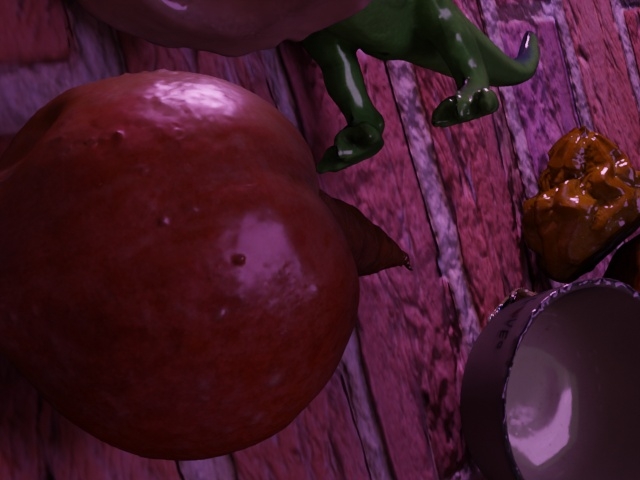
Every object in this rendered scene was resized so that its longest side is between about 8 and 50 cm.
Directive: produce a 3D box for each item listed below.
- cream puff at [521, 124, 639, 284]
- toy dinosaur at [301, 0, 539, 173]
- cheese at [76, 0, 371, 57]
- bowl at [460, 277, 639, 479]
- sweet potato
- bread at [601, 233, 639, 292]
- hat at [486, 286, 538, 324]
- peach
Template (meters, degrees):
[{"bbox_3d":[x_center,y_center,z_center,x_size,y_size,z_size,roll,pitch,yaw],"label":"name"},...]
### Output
[{"bbox_3d":[0.254,-0.036,1.905,0.116,0.146,0.146,51,22,10],"label":"cream puff"},{"bbox_3d":[0.021,-0.249,1.545,0.374,0.144,0.500,61,23,-5],"label":"toy dinosaur"},{"bbox_3d":[-0.055,-0.258,1.133,0.332,0.292,0.153,52,33,-53],"label":"cheese"},{"bbox_3d":[0.200,0.136,1.650,0.211,0.112,0.211,1,88,-35],"label":"bowl"},{"bbox_3d":[0.000,0.000,1.395,0.314,0.066,0.072,27,61,-63],"label":"sweet potato"},{"bbox_3d":[0.332,0.104,1.882,0.230,0.123,0.230,-164,-90,-84],"label":"bread"},{"bbox_3d":[0.186,0.089,1.759,0.076,0.059,0.077,26,48,-40],"label":"hat"},{"bbox_3d":[-0.099,0.014,1.049,0.232,0.232,0.232,41,42,-52],"label":"peach"}]
